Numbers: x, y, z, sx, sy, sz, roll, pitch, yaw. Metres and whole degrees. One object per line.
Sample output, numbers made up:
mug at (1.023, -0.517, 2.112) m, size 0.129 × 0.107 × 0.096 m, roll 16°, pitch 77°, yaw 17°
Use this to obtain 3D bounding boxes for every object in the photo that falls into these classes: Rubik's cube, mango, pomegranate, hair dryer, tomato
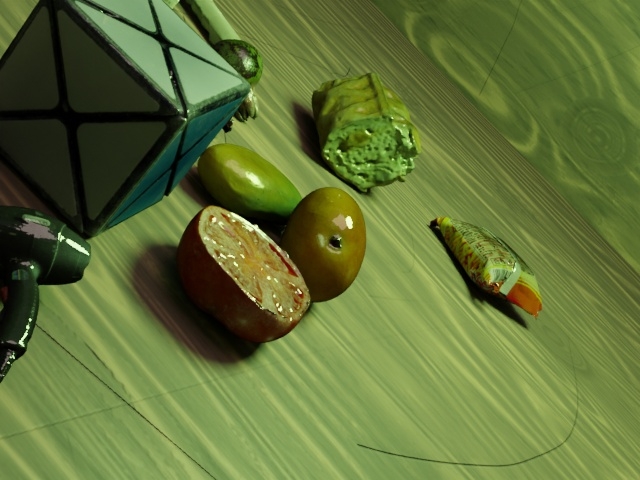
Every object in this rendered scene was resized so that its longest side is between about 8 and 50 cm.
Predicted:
Rubik's cube at (-0.295, -0.198, 1.467) m, size 0.255 × 0.259 × 0.260 m, roll 42°, pitch 21°, yaw 2°
mango at (0.003, -0.004, 1.724) m, size 0.139 × 0.176 × 0.254 m, roll 27°, pitch 25°, yaw -13°
pomegranate at (-0.181, -0.325, 2.096) m, size 0.125 × 0.163 × 0.138 m, roll 4°, pitch 5°, yaw 6°
hair dryer at (-0.368, 0.056, 1.136) m, size 0.235 × 0.091 × 0.272 m, roll 18°, pitch 36°, yaw -28°
tomato at (-0.120, 0.062, 1.509) m, size 0.236 × 0.095 × 0.237 m, roll 39°, pitch 19°, yaw -16°
mango at (-0.119, -0.097, 1.803) m, size 0.237 × 0.091 × 0.137 m, roll 21°, pitch 36°, yaw -54°

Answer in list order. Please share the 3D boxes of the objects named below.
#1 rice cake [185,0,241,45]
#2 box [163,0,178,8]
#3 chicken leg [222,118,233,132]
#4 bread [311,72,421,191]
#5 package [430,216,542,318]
rice cake at (-0.231, -0.473, 2.327) m, size 0.057 × 0.052 × 0.256 m, roll 5°, pitch 42°, yaw -50°
box at (-0.418, -0.591, 2.201) m, size 0.259 × 0.071 × 0.168 m, roll 33°, pitch 24°, yaw -21°
chicken leg at (-0.258, -0.265, 1.901) m, size 0.233 × 0.063 × 0.105 m, roll 25°, pitch 24°, yaw -35°
bread at (0.100, -0.245, 2.307) m, size 0.252 × 0.238 × 0.196 m, roll -87°, pitch 167°, yaw -57°
package at (0.398, 0.049, 2.379) m, size 0.223 × 0.108 × 0.288 m, roll 25°, pitch 26°, yaw -40°
